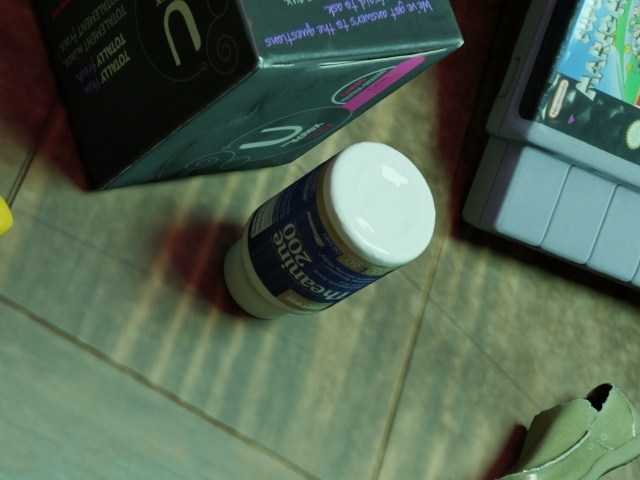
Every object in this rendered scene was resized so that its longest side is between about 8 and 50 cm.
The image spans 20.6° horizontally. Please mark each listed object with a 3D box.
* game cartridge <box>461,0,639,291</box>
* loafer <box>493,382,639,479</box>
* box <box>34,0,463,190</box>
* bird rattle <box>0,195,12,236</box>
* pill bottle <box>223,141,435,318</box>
[{"bbox_3d":[0.241,-0.141,1.101,0.230,0.068,0.355,20,91,-32],"label":"game cartridge"},{"bbox_3d":[0.137,0.123,1.019,0.148,0.056,0.050,-18,80,-50],"label":"loafer"},{"bbox_3d":[-0.065,-0.185,0.934,0.143,0.165,0.270,-10,76,-40],"label":"box"},{"bbox_3d":[-0.238,-0.043,0.773,0.253,0.143,0.207,-42,113,-38],"label":"bird rattle"},{"bbox_3d":[0.000,0.000,0.926,0.067,0.120,0.067,16,61,-30],"label":"pill bottle"}]
